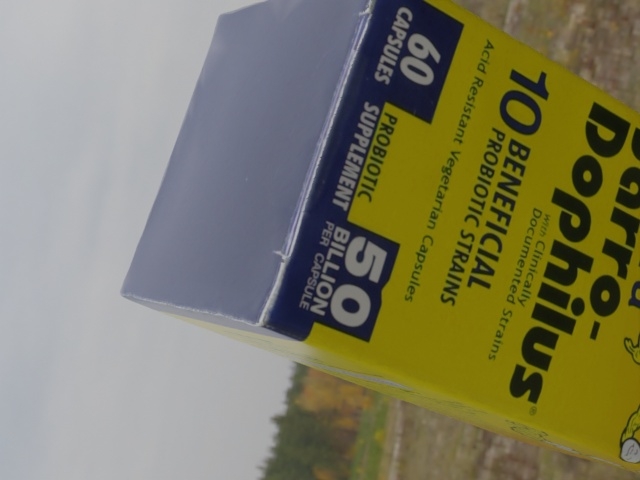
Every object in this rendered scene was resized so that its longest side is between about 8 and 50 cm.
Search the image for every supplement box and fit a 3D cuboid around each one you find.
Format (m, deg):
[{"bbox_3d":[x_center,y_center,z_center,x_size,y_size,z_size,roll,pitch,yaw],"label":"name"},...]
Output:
[{"bbox_3d":[0.095,0.008,0.711,0.195,0.357,0.194,5,74,59],"label":"supplement box"}]
